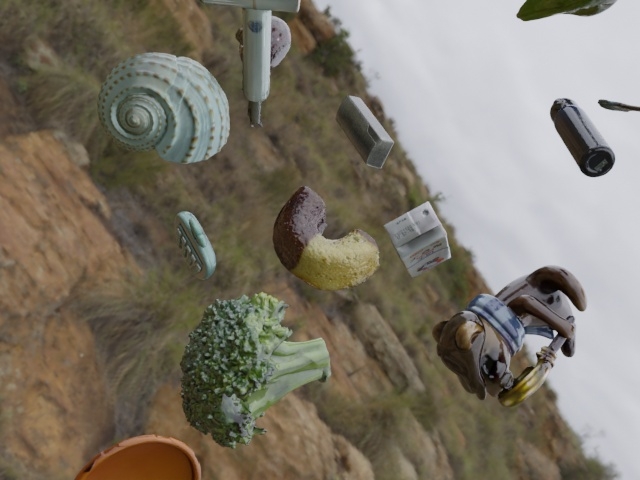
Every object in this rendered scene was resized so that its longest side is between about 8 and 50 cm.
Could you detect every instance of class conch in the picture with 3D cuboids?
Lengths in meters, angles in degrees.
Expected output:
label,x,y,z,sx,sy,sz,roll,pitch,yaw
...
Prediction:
label,x,y,z,sx,sy,sz,roll,pitch,yaw
conch,-0.354,-0.335,1.815,0.215,0.303,0.319,109,0,-46

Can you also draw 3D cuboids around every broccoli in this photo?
label,x,y,z,sx,sy,sz,roll,pitch,yaw
broccoli,-0.133,0.211,1.327,0.235,0.260,0.288,53,-21,-4

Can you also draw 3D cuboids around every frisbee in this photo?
label,x,y,z,sx,sy,sz,roll,pitch,yaw
frisbee,-0.260,0.347,1.072,0.035,0.192,0.192,37,-17,52

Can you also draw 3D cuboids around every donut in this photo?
label,x,y,z,sx,sy,sz,roll,pitch,yaw
donut,0.001,0.002,1.410,0.217,0.141,0.085,36,-27,12

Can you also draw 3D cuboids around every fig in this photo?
label,x,y,z,sx,sy,sz,roll,pitch,yaw
fig,0.619,-0.641,1.937,0.206,0.275,0.206,57,13,-21

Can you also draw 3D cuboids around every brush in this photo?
label,x,y,z,sx,sy,sz,roll,pitch,yaw
brush,0.893,-0.381,2.206,0.070,0.021,0.196,15,3,-42

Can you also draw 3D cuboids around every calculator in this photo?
label,x,y,z,sx,sy,sz,roll,pitch,yaw
calculator,-0.177,0.007,1.079,0.095,0.021,0.153,60,-24,8

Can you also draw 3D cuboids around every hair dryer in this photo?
label,x,y,z,sx,sy,sz,roll,pitch,yaw
hair dryer,-0.123,-0.336,1.320,0.107,0.173,0.357,-84,179,-47

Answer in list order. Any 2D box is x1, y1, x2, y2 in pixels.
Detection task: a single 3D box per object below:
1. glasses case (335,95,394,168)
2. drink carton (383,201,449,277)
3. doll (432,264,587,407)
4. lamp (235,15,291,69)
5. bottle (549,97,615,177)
label,x,y,z,sx,sy,sz,roll,pitch,yaw
glasses case,0.094,-0.243,1.707,0.047,0.071,0.205,9,33,-28
drink carton,0.252,0.003,1.979,0.106,0.130,0.315,61,5,16
doll,0.413,0.198,1.642,0.209,0.339,0.318,65,-22,-7
lamp,-0.156,-0.517,2.010,0.135,0.156,0.157,37,-27,2
bottle,0.545,-0.226,1.625,0.082,0.072,0.244,44,23,-26
